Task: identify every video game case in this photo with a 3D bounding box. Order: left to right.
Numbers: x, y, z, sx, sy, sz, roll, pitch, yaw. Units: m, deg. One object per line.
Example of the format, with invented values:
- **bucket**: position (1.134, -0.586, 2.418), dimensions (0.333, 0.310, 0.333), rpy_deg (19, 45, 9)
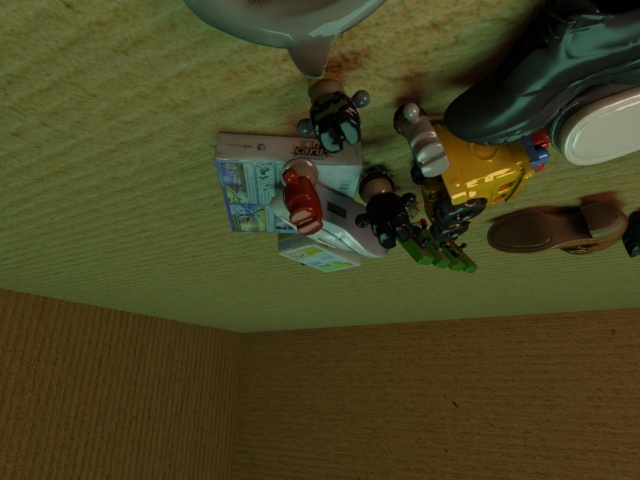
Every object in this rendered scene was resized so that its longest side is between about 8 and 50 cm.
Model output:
- **video game case**: position (-0.060, -0.096, 0.824), dimensions (0.244, 0.061, 0.270), rpy_deg (1, 155, -5)

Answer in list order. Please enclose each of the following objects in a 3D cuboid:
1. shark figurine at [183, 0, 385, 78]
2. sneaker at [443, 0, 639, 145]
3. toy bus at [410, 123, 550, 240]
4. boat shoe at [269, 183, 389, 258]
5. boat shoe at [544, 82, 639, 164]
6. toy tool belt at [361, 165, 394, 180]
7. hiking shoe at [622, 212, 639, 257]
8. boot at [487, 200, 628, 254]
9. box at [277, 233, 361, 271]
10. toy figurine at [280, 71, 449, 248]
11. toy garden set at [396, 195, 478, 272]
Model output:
- **shark figurine**: position (0.013, -0.223, 0.416), dimensions (0.278, 0.116, 0.166), rpy_deg (-9, 160, 31)
- **sneaker**: position (0.262, -0.211, 0.480), dimensions (0.286, 0.109, 0.130), rpy_deg (-24, 140, 37)
- **toy bus**: position (0.269, -0.110, 0.712), dimensions (0.211, 0.150, 0.220), rpy_deg (-17, 161, 4)
- **boat shoe**: position (0.023, -0.033, 0.798), dimensions (0.258, 0.095, 0.084), rpy_deg (31, 146, -32)
- **boat shoe**: position (0.441, -0.188, 0.538), dimensions (0.319, 0.099, 0.116), rpy_deg (-16, 131, 3)
- **toy tool belt**: position (0.111, -0.119, 0.814), dimensions (0.051, 0.052, 0.083), rpy_deg (-37, 154, 9)
- **hiking shoe**: position (0.799, -0.027, 1.009), dimensions (0.114, 0.086, 0.227), rpy_deg (-20, 161, 16)
- **boot**: position (0.569, -0.014, 1.029), dimensions (0.283, 0.109, 0.220), rpy_deg (-21, 156, 31)
- **box**: position (0.000, 0.000, 1.057), dimensions (0.114, 0.103, 0.203), rpy_deg (-13, 156, 33)
- **toy figurine**: position (0.055, -0.111, 0.611), dimensions (0.212, 0.148, 0.210), rpy_deg (8, 130, -15)
- **toy garden set**: position (0.217, -0.028, 0.895), dimensions (0.244, 0.204, 0.049), rpy_deg (11, 125, -48)
